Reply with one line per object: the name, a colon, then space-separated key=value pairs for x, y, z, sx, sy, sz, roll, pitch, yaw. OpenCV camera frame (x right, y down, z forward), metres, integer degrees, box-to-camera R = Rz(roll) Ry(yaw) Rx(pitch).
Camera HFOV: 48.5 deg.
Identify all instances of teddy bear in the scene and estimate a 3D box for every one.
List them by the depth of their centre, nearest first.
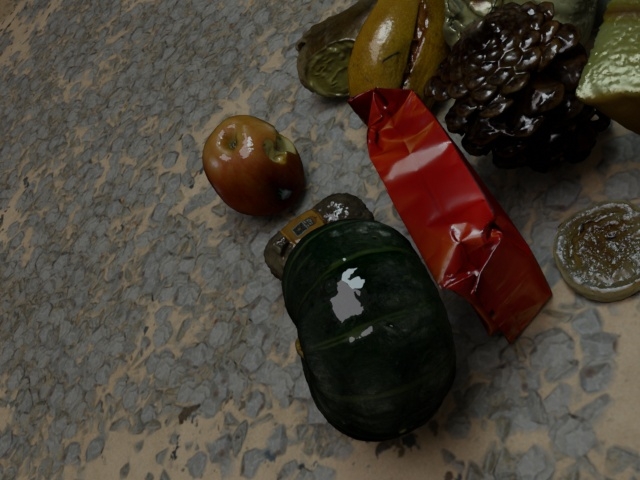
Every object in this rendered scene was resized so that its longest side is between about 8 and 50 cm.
teddy bear: x=0.000 y=0.000 z=1.181 sx=0.190 sy=0.140 sz=0.177 roll=-44 pitch=42 yaw=-7

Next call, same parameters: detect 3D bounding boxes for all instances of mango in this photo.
mango: x=0.143 y=-0.332 z=1.231 sx=0.120 sy=0.176 sz=0.295 roll=-128 pitch=52 yaw=-78

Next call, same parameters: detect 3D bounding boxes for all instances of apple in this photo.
apple: x=-0.127 y=-0.143 z=1.327 sx=0.199 sy=0.199 sz=0.199 roll=-19 pitch=53 yaw=27

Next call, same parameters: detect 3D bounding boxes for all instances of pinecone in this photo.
pinecone: x=0.277 y=-0.203 z=1.000 sx=0.224 sy=0.272 sz=0.224 roll=-24 pitch=46 yaw=27

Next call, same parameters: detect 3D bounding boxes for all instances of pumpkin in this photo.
pumpkin: x=0.066 y=0.116 z=0.947 sx=0.207 sy=0.300 sz=0.300 roll=-19 pitch=46 yaw=-11

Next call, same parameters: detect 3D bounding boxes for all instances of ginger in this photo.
ginger: x=0.070 y=-0.398 z=1.383 sx=0.275 sy=0.130 sz=0.221 roll=-7 pitch=53 yaw=33

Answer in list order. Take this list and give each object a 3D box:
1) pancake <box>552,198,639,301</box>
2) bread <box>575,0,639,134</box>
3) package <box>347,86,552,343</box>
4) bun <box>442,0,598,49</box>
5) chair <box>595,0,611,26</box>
pancake: x=0.384 y=0.010 z=0.954 sx=0.151 sy=0.025 sz=0.152 roll=-18 pitch=55 yaw=27
bread: x=0.526 y=-0.244 z=0.788 sx=0.233 sy=0.244 sz=0.361 roll=-66 pitch=17 yaw=-16
package: x=0.180 y=-0.058 z=1.032 sx=0.123 sy=0.196 sz=0.424 roll=-34 pitch=47 yaw=12
bun: x=0.301 y=-0.375 z=1.113 sx=0.259 sy=0.152 sz=0.260 roll=3 pitch=94 yaw=45
chair: x=0.541 y=-0.436 z=1.013 sx=0.319 sy=0.186 sz=0.160 roll=-28 pitch=62 yaw=17
